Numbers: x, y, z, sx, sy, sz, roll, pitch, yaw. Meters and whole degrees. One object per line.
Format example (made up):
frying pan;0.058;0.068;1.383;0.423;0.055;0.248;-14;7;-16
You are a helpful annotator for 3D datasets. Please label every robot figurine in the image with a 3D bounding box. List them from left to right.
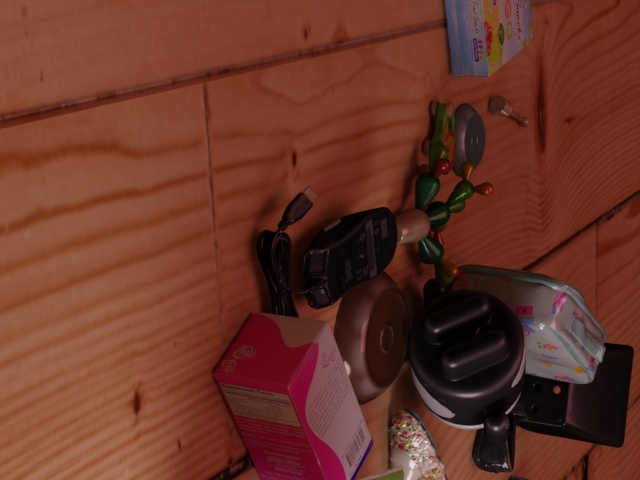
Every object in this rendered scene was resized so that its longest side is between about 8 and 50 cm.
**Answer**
robot figurine;0.214;0.178;1.964;0.278;0.174;0.209;72;33;-66

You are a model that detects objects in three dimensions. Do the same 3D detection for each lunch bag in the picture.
lunch bag;0.339;0.137;2.159;0.279;0.224;0.107;43;58;-54

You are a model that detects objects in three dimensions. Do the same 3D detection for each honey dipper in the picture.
honey dipper;0.327;-0.217;2.284;0.161;0.030;0.030;16;81;-65

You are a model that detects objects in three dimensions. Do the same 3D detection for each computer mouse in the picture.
computer mouse;0.000;0.000;1.708;0.262;0.060;0.184;-39;131;-39

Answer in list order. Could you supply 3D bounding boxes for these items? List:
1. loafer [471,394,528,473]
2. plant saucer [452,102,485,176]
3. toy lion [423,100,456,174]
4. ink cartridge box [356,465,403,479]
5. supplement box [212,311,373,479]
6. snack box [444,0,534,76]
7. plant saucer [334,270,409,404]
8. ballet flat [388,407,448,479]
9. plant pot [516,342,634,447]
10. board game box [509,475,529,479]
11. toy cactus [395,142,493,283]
loafer;0.324;0.293;2.304;0.076;0.078;0.223;39;61;-57
plant saucer;0.239;-0.160;2.138;0.119;0.021;0.119;-18;111;-59
toy lion;0.191;-0.155;2.048;0.096;0.034;0.100;34;65;-65
ink cartridge box;0.029;0.435;1.788;0.189;0.097;0.255;1;92;-60
supplement box;-0.029;0.206;1.628;0.111;0.114;0.220;-56;141;-39
snack box;0.268;-0.371;2.105;0.207;0.070;0.174;-43;130;-53
plant saucer;0.081;0.137;1.892;0.199;0.036;0.198;-15;107;-60
ballet flat;0.147;0.356;2.004;0.077;0.091;0.241;-41;129;-22
plant pot;0.435;0.268;2.416;0.167;0.188;0.187;11;85;-48
board game box;0.326;0.544;2.392;0.211;0.039;0.160;-35;124;-55
toy cactus;0.168;-0.027;1.972;0.180;0.112;0.219;-22;123;-47
